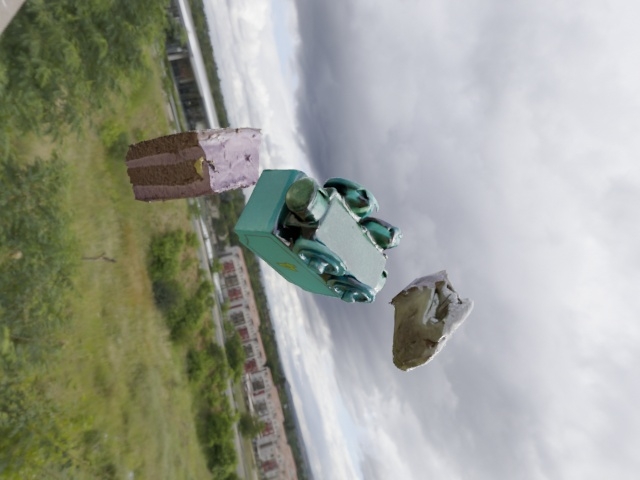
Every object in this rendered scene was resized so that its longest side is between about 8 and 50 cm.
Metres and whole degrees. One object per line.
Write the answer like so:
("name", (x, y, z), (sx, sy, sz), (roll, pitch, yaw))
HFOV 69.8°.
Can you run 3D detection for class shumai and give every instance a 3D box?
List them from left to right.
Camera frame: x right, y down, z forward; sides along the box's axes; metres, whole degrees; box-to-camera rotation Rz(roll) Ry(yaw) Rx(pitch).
("shumai", (0.187, 0.141, 0.853), (0.120, 0.201, 0.201), (46, -15, 9))

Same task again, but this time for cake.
("cake", (-0.244, -0.129, 0.795), (0.112, 0.295, 0.116), (-20, 105, -58))

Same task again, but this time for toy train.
("toy train", (0.000, 0.000, 0.536), (0.198, 0.154, 0.107), (47, 59, -47))
